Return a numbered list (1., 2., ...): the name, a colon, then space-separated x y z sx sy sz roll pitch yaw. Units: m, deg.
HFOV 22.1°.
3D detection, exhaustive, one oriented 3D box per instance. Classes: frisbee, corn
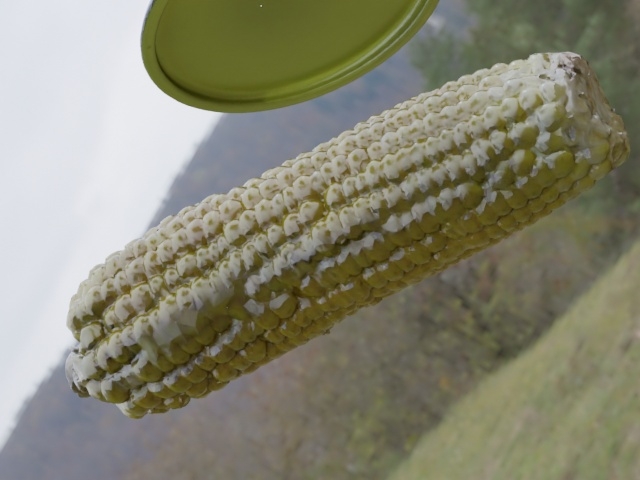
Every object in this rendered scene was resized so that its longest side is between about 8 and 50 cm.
1. frisbee: -0.017 -0.168 1.158 0.236 0.017 0.236 -18 -27 -9
2. corn: 0.000 0.000 0.823 0.319 0.097 0.097 -27 11 19
